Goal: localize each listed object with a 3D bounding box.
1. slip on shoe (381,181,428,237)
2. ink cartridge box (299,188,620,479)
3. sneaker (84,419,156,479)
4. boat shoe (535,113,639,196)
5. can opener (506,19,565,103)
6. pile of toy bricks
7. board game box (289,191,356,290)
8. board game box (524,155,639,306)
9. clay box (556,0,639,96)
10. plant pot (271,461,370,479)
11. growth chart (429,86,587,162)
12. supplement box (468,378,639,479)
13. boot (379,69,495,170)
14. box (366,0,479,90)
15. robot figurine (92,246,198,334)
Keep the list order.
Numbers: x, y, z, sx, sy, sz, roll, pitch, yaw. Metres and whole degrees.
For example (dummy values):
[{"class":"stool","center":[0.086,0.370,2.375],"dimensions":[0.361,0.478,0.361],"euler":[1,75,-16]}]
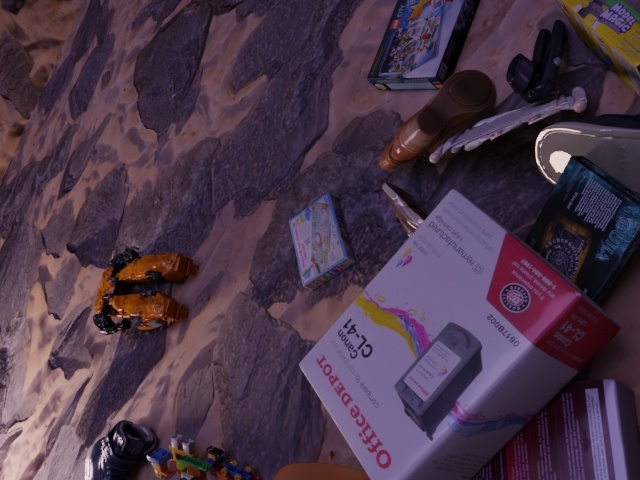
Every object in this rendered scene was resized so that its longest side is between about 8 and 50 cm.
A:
[{"class":"slip on shoe","center":[0.136,-0.047,1.018],"dimensions":[0.041,0.052,0.135],"euler":[-57,48,22]},{"class":"ink cartridge box","center":[0.151,0.127,0.746],"dimensions":[0.306,0.131,0.226],"euler":[-49,44,10]},{"class":"sneaker","center":[-0.392,0.463,1.215],"dimensions":[0.163,0.086,0.226],"euler":[-41,45,24]},{"class":"boat shoe","center":[0.421,-0.084,0.726],"dimensions":[0.113,0.127,0.340],"euler":[-23,25,-25]},{"class":"can opener","center":[0.330,-0.268,0.914],"dimensions":[0.059,0.073,0.186],"euler":[-11,37,48]},{"class":"pile of toy bricks","center":[-0.208,0.425,1.065],"dimensions":[0.212,0.118,0.105],"euler":[8,107,36]},{"class":"board game box","center":[0.000,0.000,1.132],"dimensions":[0.103,0.026,0.154],"euler":[-34,49,25]},{"class":"board game box","center":[0.316,0.007,0.769],"dimensions":[0.126,0.026,0.186],"euler":[55,138,42]},{"class":"clay box","center":[0.394,-0.274,0.832],"dimensions":[0.053,0.127,0.222],"euler":[-39,48,21]},{"class":"plant pot","center":[0.015,0.403,0.749],"dimensions":[0.291,0.291,0.203],"euler":[-17,42,37]},{"class":"growth chart","center":[0.268,-0.167,0.897],"dimensions":[0.237,0.021,0.172],"euler":[-17,14,35]},{"class":"supplement box","center":[0.245,0.245,0.742],"dimensions":[0.240,0.073,0.130],"euler":[-15,59,37]},{"class":"boot","center":[0.185,-0.196,1.026],"dimensions":[0.197,0.072,0.152],"euler":[-34,-4,-25]},{"class":"box","center":[0.194,-0.388,1.139],"dimensions":[0.159,0.044,0.232],"euler":[13,78,46]},{"class":"robot figurine","center":[-0.409,0.116,1.413],"dimensions":[0.291,0.085,0.210],"euler":[-7,64,40]}]
